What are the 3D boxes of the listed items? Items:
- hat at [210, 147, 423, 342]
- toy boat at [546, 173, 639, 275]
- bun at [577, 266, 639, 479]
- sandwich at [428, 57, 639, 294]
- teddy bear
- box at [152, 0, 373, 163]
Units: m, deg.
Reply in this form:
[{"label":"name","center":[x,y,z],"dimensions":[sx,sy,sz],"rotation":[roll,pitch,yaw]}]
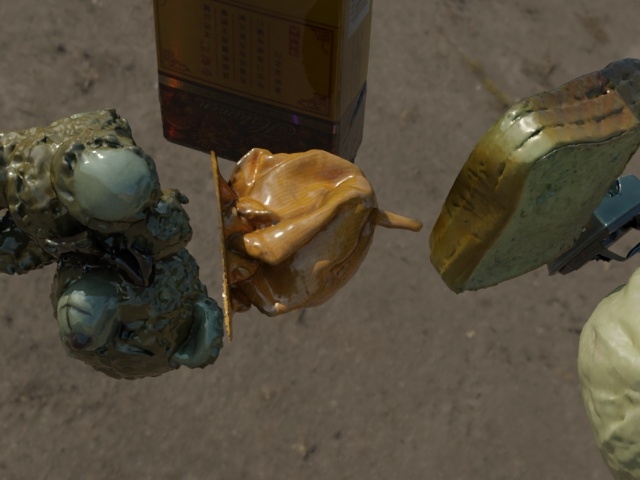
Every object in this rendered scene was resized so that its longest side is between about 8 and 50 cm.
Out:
[{"label":"hat","center":[0.000,0.000,1.331],"dimensions":[0.233,0.244,0.233],"rotation":[-6,51,-5]},{"label":"toy boat","center":[0.348,-0.002,1.520],"dimensions":[0.093,0.246,0.103],"rotation":[-32,79,-21]},{"label":"bun","center":[0.393,0.132,1.070],"dimensions":[0.213,0.361,0.361],"rotation":[25,33,-41]},{"label":"sandwich","center":[0.237,-0.061,1.243],"dimensions":[0.226,0.251,0.087],"rotation":[-18,59,-31]},{"label":"teddy bear","center":[-0.194,0.013,1.031],"dimensions":[0.267,0.256,0.156],"rotation":[1,27,34]},{"label":"box","center":[-0.074,-0.272,1.468],"dimensions":[0.264,0.415,0.116],"rotation":[17,48,15]}]
